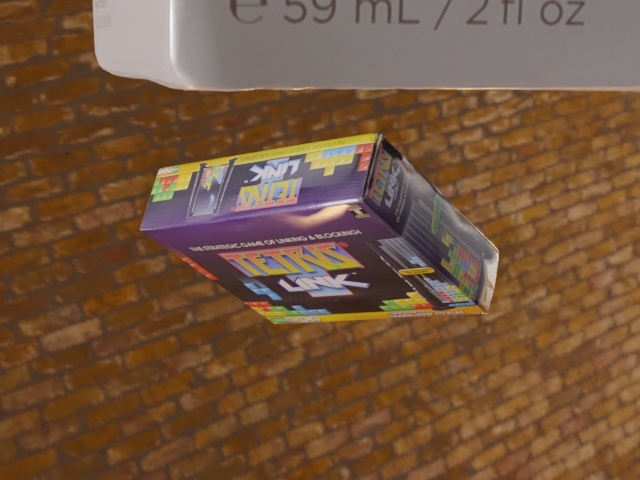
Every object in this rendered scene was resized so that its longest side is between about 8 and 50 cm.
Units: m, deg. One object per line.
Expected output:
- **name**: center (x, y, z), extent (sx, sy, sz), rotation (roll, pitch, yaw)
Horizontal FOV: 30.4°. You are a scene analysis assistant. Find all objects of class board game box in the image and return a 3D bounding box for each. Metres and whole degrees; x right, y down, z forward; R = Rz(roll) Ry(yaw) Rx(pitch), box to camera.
- **board game box**: center (0.000, 0.000, 0.715), extent (0.141, 0.170, 0.048), rotation (37, -123, -43)

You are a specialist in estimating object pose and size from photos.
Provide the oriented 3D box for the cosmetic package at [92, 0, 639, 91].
- **cosmetic package**: center (0.040, -0.290, 0.698), extent (0.329, 0.327, 0.393), rotation (-3, -80, -16)
